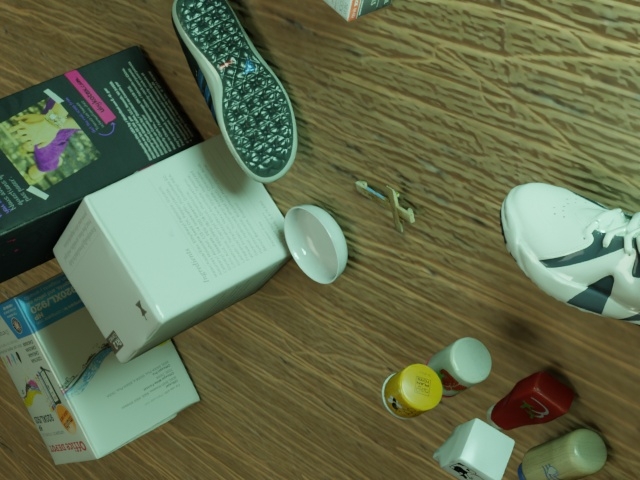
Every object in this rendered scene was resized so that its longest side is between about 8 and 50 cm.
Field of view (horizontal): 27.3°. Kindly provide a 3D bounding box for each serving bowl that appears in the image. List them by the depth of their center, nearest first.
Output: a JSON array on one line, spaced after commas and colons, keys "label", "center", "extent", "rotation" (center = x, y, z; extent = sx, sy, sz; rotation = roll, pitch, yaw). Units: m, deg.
[{"label": "serving bowl", "center": [0.000, 0.000, 1.302], "extent": [0.083, 0.027, 0.083], "rotation": [35, 140, 36]}]

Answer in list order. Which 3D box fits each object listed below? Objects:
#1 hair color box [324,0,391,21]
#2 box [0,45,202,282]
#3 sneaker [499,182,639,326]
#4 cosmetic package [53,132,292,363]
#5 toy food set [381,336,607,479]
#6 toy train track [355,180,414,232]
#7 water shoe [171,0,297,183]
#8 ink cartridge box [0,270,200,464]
[{"label": "hair color box", "center": [-0.006, -0.267, 1.078], "extent": [0.167, 0.053, 0.093], "rotation": [43, 144, 26]}, {"label": "box", "center": [-0.291, -0.076, 1.435], "extent": [0.143, 0.270, 0.165], "rotation": [57, 149, 10]}, {"label": "sneaker", "center": [0.233, -0.007, 0.892], "extent": [0.235, 0.094, 0.153], "rotation": [42, 142, 29]}, {"label": "cosmetic package", "center": [-0.153, 0.009, 1.384], "extent": [0.151, 0.184, 0.151], "rotation": [58, 148, 7]}, {"label": "toy food set", "center": [0.148, 0.171, 1.122], "extent": [0.232, 0.111, 0.104], "rotation": [31, 150, -10]}, {"label": "toy train track", "center": [0.061, -0.037, 1.199], "extent": [0.083, 0.014, 0.048], "rotation": [33, 146, 47]}, {"label": "water shoe", "center": [-0.081, -0.151, 1.284], "extent": [0.080, 0.073, 0.203], "rotation": [158, 89, -81]}, {"label": "ink cartridge box", "center": [-0.306, 0.154, 1.735], "extent": [0.171, 0.168, 0.232], "rotation": [-19, 98, 58]}]
